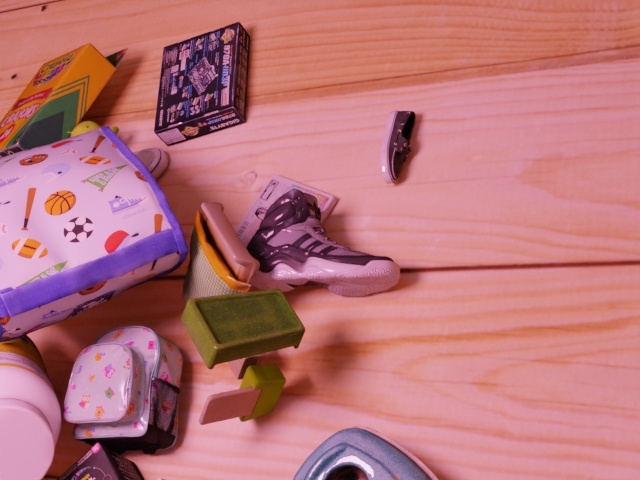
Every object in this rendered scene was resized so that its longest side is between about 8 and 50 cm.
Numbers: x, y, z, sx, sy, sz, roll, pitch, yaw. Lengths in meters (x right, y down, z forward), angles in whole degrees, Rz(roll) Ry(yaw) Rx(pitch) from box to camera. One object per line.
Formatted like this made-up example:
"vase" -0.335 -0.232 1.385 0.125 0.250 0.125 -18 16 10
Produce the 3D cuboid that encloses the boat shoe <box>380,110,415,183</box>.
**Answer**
"boat shoe" 0.127 -0.157 1.645 0.040 0.049 0.142 -6 56 25

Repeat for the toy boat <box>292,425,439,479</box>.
"toy boat" 0.023 0.401 1.286 0.318 0.148 0.267 -49 51 -7

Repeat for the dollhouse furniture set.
"dollhouse furniture set" -0.177 0.106 1.516 0.302 0.151 0.198 55 138 35

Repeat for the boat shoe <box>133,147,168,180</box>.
"boat shoe" -0.397 -0.118 1.894 0.226 0.076 0.083 -28 52 11

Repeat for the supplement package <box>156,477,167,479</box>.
"supplement package" -0.243 0.473 1.351 0.261 0.204 0.145 -34 51 6

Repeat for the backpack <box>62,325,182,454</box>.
"backpack" -0.306 0.226 1.585 0.165 0.144 0.189 -10 54 30

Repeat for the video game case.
"video game case" -0.068 -0.027 1.691 0.143 0.019 0.157 22 73 36

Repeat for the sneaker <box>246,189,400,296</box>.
"sneaker" 0.000 0.000 1.565 0.268 0.101 0.153 1 69 24

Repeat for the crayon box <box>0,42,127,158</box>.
"crayon box" -0.534 -0.271 2.006 0.202 0.081 0.319 -8 46 48

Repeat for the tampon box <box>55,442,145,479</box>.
"tampon box" -0.314 0.409 1.498 0.120 0.101 0.161 -43 50 0

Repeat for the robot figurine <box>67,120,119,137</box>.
"robot figurine" -0.430 -0.182 1.927 0.101 0.115 0.067 -20 53 18

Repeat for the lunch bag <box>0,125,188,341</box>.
"lunch bag" -0.417 -0.001 1.630 0.327 0.239 0.385 -23 28 -19

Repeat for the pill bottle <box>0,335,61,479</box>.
"pill bottle" -0.508 0.262 1.572 0.188 0.188 0.334 -47 25 -5

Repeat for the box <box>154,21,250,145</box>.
"box" -0.225 -0.301 1.930 0.175 0.051 0.220 -14 55 21
